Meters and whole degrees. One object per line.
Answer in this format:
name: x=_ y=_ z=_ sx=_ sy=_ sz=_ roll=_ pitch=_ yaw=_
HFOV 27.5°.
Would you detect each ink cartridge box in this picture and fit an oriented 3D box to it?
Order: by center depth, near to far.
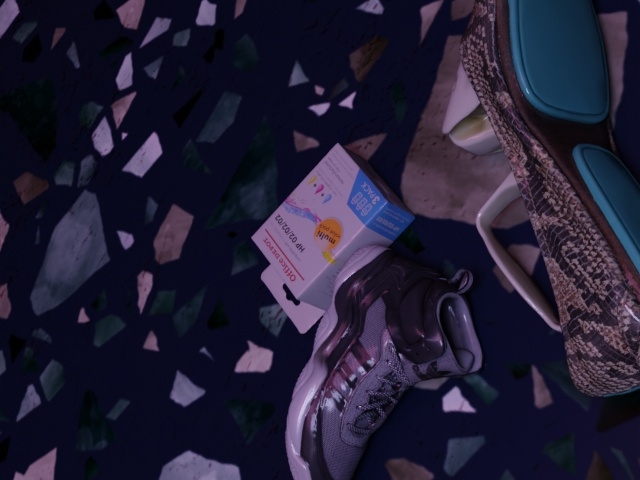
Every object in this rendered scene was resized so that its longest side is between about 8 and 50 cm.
ink cartridge box: x=0.000 y=0.000 z=1.408 sx=0.181 sy=0.062 sz=0.104 roll=-48 pitch=53 yaw=13

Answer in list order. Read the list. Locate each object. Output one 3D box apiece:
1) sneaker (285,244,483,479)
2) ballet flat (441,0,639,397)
sneaker: x=0.067 y=0.138 z=1.287 sx=0.153 sy=0.101 sz=0.268 roll=8 pitch=77 yaw=39
ballet flat: x=0.210 y=-0.075 z=1.241 sx=0.182 sy=0.164 sz=0.482 roll=-37 pitch=57 yaw=38
